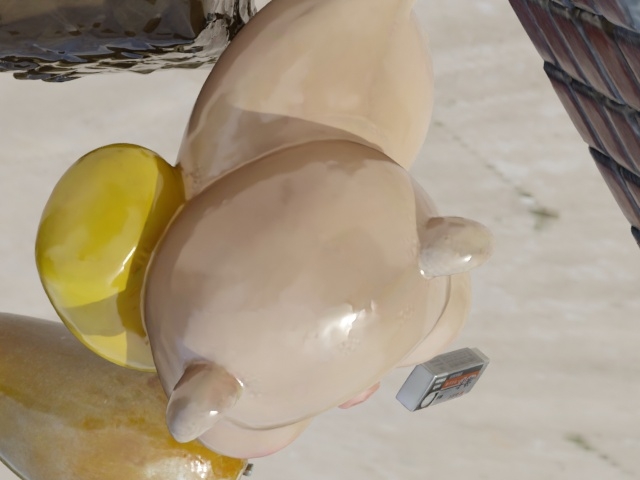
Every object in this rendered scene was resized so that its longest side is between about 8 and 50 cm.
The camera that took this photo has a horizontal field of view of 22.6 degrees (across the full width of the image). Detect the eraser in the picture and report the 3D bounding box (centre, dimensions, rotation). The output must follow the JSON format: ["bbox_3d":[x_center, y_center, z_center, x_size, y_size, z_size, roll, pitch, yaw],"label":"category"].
[{"bbox_3d":[0.129,0.144,1.678,0.029,0.052,0.122,43,-153,23],"label":"eraser"}]

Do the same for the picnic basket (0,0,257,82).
[{"bbox_3d":[-0.203,-0.267,1.221,0.321,0.291,0.254,3,-179,12],"label":"picnic basket"}]

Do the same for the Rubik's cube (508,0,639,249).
[{"bbox_3d":[0.222,-0.096,0.623,0.237,0.237,0.238,59,-179,-17],"label":"Rubik's cube"}]

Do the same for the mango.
[{"bbox_3d":[-0.256,0.191,1.766,0.384,0.199,0.221,24,-171,1],"label":"mango"}]

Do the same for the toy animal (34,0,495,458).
[{"bbox_3d":[0.010,0.011,1.087,0.247,0.345,0.278,32,159,40],"label":"toy animal"}]
